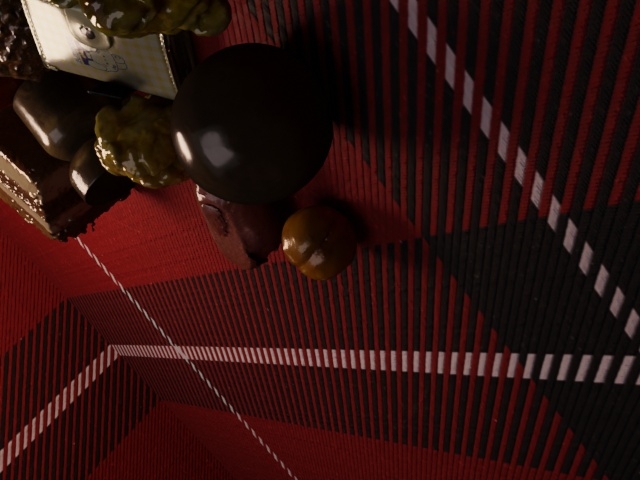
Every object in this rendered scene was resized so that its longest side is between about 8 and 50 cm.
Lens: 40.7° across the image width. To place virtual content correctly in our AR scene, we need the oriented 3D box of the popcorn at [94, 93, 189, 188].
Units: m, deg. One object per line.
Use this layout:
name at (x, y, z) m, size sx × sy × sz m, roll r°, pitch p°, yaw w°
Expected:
popcorn at (-0.331, -0.178, 1.650) m, size 0.200 × 0.203 × 0.226 m, roll 66°, pitch -172°, yaw -48°

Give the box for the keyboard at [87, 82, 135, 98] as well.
keyboard at (-0.385, -0.289, 1.634) m, size 0.067 × 0.011 × 0.202 m, roll 9°, pitch -164°, yaw -3°

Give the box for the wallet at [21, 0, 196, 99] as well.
wallet at (-0.375, -0.354, 1.525) m, size 0.310 × 0.077 × 0.223 m, roll 16°, pitch 151°, yaw 15°

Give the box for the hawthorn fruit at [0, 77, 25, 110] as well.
hawthorn fruit at (-0.845, -0.355, 2.080) m, size 0.284 × 0.284 × 0.284 m, roll 34°, pitch 153°, yaw 20°

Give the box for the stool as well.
stool at (-0.496, -0.228, 1.813) m, size 0.264 × 0.179 × 0.179 m, roll 50°, pitch 155°, yaw 9°

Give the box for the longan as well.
longan at (-0.108, -0.173, 1.306) m, size 0.258 × 0.258 × 0.258 m, roll 34°, pitch 153°, yaw 20°

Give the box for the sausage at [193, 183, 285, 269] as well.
sausage at (-0.154, -0.069, 1.642) m, size 0.152 × 0.152 × 0.279 m, roll 22°, pitch 146°, yaw 37°

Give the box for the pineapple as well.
pineapple at (-0.560, -0.467, 1.595) m, size 0.202 × 0.202 × 0.362 m, roll 42°, pitch 143°, yaw 4°

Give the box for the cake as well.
cake at (-0.631, -0.188, 2.043) m, size 0.282 × 0.256 × 0.290 m, roll 36°, pitch 149°, yaw 19°

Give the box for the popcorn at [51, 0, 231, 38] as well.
popcorn at (-0.254, -0.388, 1.224) m, size 0.242 × 0.235 × 0.250 m, roll 8°, pitch 153°, yaw 24°

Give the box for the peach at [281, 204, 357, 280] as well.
peach at (0.000, 0.000, 1.551) m, size 0.138 × 0.138 × 0.138 m, roll 34°, pitch 153°, yaw 20°
